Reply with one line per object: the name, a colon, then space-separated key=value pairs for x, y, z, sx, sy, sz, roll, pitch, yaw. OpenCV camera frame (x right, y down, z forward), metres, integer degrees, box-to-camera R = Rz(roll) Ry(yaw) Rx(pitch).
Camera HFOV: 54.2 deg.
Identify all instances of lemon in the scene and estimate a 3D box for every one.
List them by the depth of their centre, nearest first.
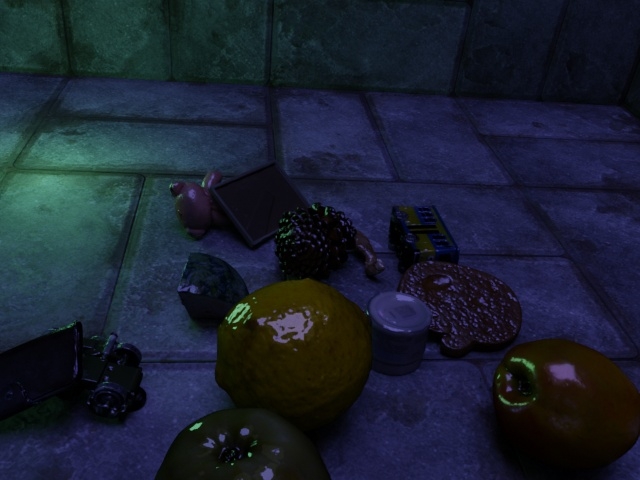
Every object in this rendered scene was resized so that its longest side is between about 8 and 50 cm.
lemon: x=-0.051 y=0.254 z=1.423 sx=0.387 sy=0.350 sz=0.350 roll=-16 pitch=39 yaw=-16

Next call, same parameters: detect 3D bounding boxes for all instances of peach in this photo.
peach: x=0.561 y=0.369 z=1.418 sx=0.332 sy=0.308 sz=0.308 roll=16 pitch=31 yaw=-15

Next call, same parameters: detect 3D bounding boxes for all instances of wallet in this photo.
wallet: x=-0.672 y=0.304 z=1.380 sx=0.317 sy=0.045 sz=0.172 roll=-22 pitch=50 yaw=3

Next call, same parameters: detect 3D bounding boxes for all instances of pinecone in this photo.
pinecone: x=-0.001 y=0.003 z=1.924 sx=0.246 sy=0.246 sz=0.292 roll=29 pitch=25 yaw=30

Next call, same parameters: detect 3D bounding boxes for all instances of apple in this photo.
apple: x=-0.136 y=0.471 z=1.109 sx=0.357 sy=0.357 sz=0.357 roll=4 pitch=34 yaw=-3

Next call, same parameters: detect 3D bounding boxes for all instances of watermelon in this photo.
watermelon: x=-0.300 y=0.130 z=1.748 sx=0.176 sy=0.256 sz=0.260 roll=-31 pitch=34 yaw=25

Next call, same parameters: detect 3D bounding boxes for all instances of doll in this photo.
doll: x=-0.372 y=-0.130 z=2.138 sx=0.303 sy=0.201 sz=0.156 roll=-21 pitch=5 yaw=-43

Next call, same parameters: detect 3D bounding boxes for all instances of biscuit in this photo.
biscuit: x=0.396 y=0.202 z=1.797 sx=0.367 sy=0.063 sz=0.314 roll=15 pitch=50 yaw=1

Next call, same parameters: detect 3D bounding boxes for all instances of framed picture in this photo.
framed picture: x=-0.193 y=-0.136 z=2.150 sx=0.247 sy=0.022 sz=0.335 roll=53 pitch=44 yaw=5

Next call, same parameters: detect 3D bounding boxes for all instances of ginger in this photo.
ginger: x=0.137 y=0.030 z=2.034 sx=0.089 sy=0.075 sz=0.288 roll=18 pitch=23 yaw=-25

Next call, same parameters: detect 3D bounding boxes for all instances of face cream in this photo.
face cream: x=0.196 y=0.242 z=1.653 sx=0.177 sy=0.153 sz=0.177 roll=5 pitch=34 yaw=-4

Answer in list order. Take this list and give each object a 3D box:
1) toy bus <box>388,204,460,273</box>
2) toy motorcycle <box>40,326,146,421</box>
toy bus: x=0.329 y=0.011 z=2.034 sx=0.175 sy=0.138 sz=0.288 roll=-2 pitch=34 yaw=-9
toy motorcycle: x=-0.538 y=0.314 z=1.462 sx=0.275 sy=0.127 sz=0.205 roll=11 pitch=34 yaw=-5
